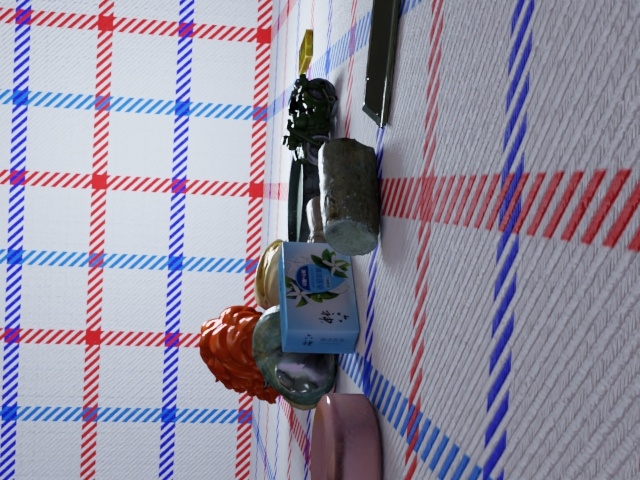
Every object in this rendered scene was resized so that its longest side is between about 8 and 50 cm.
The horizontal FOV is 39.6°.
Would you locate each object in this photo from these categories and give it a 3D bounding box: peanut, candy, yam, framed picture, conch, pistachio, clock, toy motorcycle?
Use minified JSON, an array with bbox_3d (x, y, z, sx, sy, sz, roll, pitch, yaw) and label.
[{"bbox_3d":[-0.048,0.359,2.129,0.214,0.099,0.090,132,128,-80],"label":"peanut"},{"bbox_3d":[0.041,0.392,1.554,0.255,0.095,0.255,-177,90,-81],"label":"candy"},{"bbox_3d":[0.052,-0.076,1.589,0.107,0.107,0.194,110,160,-62],"label":"yam"},{"bbox_3d":[0.109,-0.341,1.595,0.197,0.014,0.252,-114,27,-70],"label":"framed picture"},{"bbox_3d":[-0.052,0.238,1.989,0.195,0.220,0.277,57,-144,-25],"label":"conch"},{"bbox_3d":[-0.101,0.098,2.441,0.157,0.157,0.229,118,159,-70],"label":"pistachio"},{"bbox_3d":[-0.038,-0.096,2.305,0.319,0.066,0.318,-178,90,-81],"label":"clock"},{"bbox_3d":[-0.032,-0.270,2.123,0.205,0.127,0.275,114,160,-59],"label":"toy motorcycle"}]

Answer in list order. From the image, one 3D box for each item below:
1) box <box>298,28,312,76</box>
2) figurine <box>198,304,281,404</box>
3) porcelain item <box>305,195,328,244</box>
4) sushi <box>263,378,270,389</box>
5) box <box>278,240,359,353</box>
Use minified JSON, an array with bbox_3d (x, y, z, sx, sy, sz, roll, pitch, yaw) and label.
[{"bbox_3d":[-0.044,-0.547,2.604,0.156,0.022,0.089,124,149,-74],"label":"box"},{"bbox_3d":[-0.203,0.322,2.518,0.241,0.306,0.412,-48,1,-11],"label":"figurine"},{"bbox_3d":[0.000,0.000,2.061,0.084,0.054,0.213,113,158,-48],"label":"porcelain item"},{"bbox_3d":[-0.058,0.271,2.157,0.031,0.201,0.139,26,128,30],"label":"sushi"},{"bbox_3d":[-0.007,0.113,1.789,0.083,0.143,0.232,102,167,-45],"label":"box"}]
